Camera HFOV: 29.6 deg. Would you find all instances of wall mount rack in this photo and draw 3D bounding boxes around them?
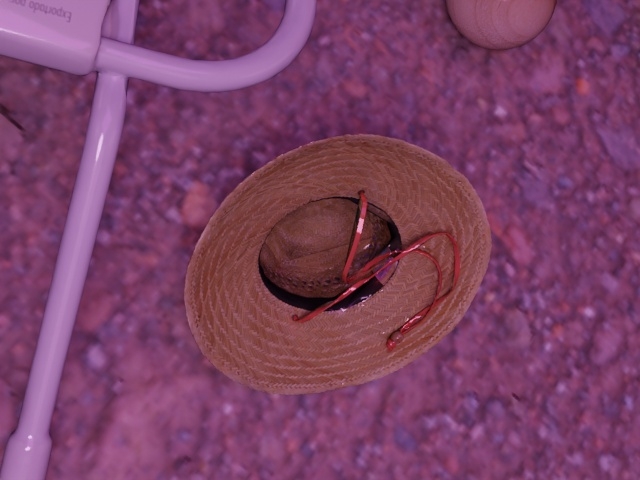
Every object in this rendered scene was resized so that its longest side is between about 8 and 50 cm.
[{"bbox_3d":[-0.185,-0.068,0.470,0.350,0.130,0.304,13,63,-18],"label":"wall mount rack"}]

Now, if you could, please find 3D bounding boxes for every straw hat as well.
[{"bbox_3d":[0.000,0.000,0.551,0.144,0.144,0.061,1,32,-24],"label":"straw hat"}]

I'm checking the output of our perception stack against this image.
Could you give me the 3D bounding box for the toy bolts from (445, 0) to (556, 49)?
[{"bbox_3d":[0.179,-0.173,0.690,0.228,0.158,0.218,22,22,-4],"label":"toy bolts"}]
